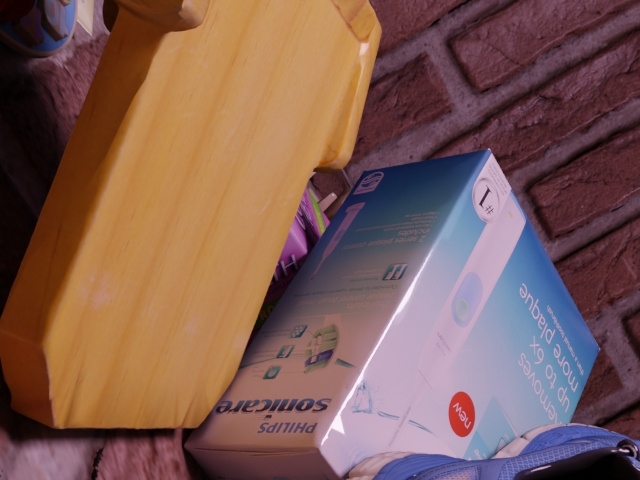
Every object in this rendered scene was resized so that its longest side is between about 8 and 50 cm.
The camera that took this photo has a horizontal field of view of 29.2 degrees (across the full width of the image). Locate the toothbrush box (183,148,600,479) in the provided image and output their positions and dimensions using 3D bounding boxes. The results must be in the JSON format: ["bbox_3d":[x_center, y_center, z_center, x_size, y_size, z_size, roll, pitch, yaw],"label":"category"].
[{"bbox_3d":[0.068,0.111,0.896,0.216,0.126,0.295,57,47,-26],"label":"toothbrush box"}]

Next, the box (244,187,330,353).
[{"bbox_3d":[-0.044,0.031,1.043,0.243,0.117,0.213,56,9,-26],"label":"box"}]

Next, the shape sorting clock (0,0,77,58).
[{"bbox_3d":[-0.239,-0.236,0.918,0.206,0.040,0.206,-14,90,-71],"label":"shape sorting clock"}]

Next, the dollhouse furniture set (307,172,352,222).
[{"bbox_3d":[0.000,0.000,1.293,0.259,0.135,0.262,55,-17,-22],"label":"dollhouse furniture set"}]

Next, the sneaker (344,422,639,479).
[{"bbox_3d":[0.163,0.187,0.783,0.330,0.147,0.130,2,85,-48],"label":"sneaker"}]

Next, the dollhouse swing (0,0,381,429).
[{"bbox_3d":[-0.143,-0.100,0.727,0.315,0.305,0.347,35,1,15],"label":"dollhouse swing"}]

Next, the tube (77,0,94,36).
[{"bbox_3d":[-0.241,-0.285,1.172,0.240,0.070,0.062,-98,-159,-52],"label":"tube"}]

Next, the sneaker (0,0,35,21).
[{"bbox_3d":[-0.227,-0.137,0.732,0.221,0.087,0.128,28,49,-74],"label":"sneaker"}]
